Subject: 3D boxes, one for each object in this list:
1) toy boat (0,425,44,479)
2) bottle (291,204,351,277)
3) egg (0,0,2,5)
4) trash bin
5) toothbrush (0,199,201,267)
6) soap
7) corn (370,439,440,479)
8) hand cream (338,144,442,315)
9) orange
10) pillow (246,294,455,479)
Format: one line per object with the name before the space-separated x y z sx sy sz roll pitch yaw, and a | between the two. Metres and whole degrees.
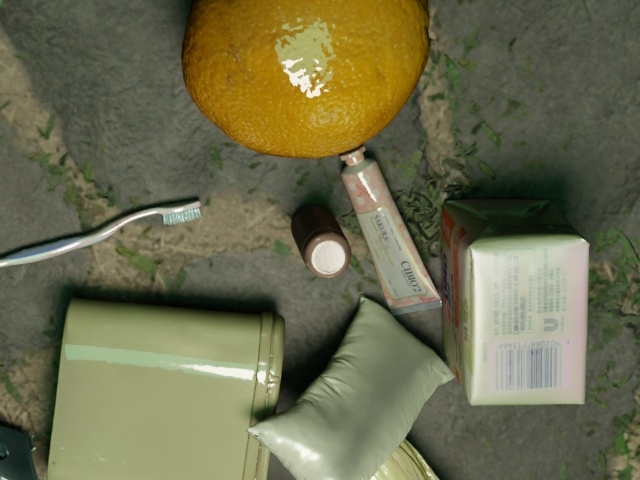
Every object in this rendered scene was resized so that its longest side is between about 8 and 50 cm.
toy boat | -0.423 0.340 1.875 0.122 0.114 0.296 35 107 -32
bottle | 0.000 0.000 1.816 0.053 0.140 0.053 -2 105 -7
egg | -0.431 -0.303 1.638 0.220 0.220 0.269 -38 100 5
trash bin | -0.174 0.185 1.862 0.247 0.121 0.243 8 105 -6
toothbrush | -0.263 -0.004 1.846 0.269 0.021 0.027 -14 101 -2
soap | 0.213 0.066 1.839 0.138 0.182 0.199 -3 106 -4
corn | 0.110 0.353 1.936 0.123 0.122 0.305 -40 105 -18
hand cream | 0.072 -0.010 1.874 0.067 0.043 0.209 -14 110 28
orange | -0.011 -0.208 1.711 0.264 0.264 0.264 -2 106 -6
pillow | 0.034 0.182 1.836 0.144 0.078 0.254 45 53 -5
